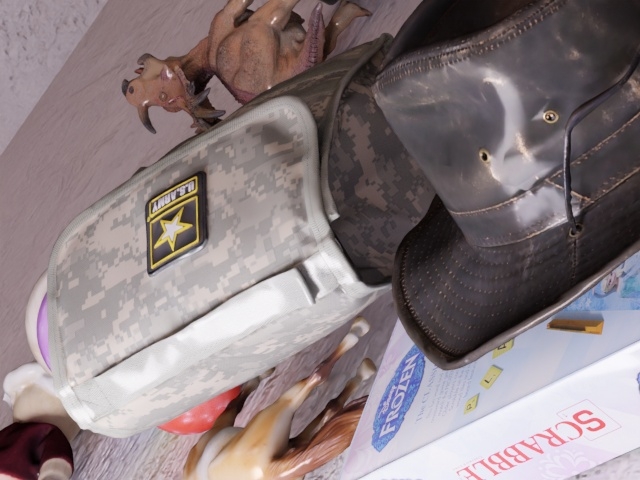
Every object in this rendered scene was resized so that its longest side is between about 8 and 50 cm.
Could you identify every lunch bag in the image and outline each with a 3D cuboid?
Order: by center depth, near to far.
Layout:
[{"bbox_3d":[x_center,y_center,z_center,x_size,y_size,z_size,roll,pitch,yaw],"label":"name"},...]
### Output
[{"bbox_3d":[-0.046,0.001,1.257,0.235,0.169,0.287,-28,12,25],"label":"lunch bag"}]

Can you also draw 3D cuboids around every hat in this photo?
[{"bbox_3d":[0.118,-0.091,1.014,0.331,0.134,0.331,-45,20,21],"label":"hat"}]

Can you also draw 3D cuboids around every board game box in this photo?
[{"bbox_3d":[0.168,-0.008,1.056,0.318,0.066,0.318,-33,25,46],"label":"board game box"}]

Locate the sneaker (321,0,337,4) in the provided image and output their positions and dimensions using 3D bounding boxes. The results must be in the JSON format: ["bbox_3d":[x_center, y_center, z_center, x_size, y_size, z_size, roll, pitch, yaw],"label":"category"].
[{"bbox_3d":[0.007,-0.321,1.934,0.112,0.131,0.319,-45,7,-2],"label":"sneaker"}]

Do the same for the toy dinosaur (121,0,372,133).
[{"bbox_3d":[-0.067,-0.183,1.937,0.296,0.127,0.200,10,70,57],"label":"toy dinosaur"}]

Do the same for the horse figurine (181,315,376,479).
[{"bbox_3d":[-0.036,0.142,1.276,0.174,0.066,0.263,-51,13,-26],"label":"horse figurine"}]

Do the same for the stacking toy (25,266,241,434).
[{"bbox_3d":[-0.153,0.098,1.587,0.141,0.141,0.330,-53,24,-5],"label":"stacking toy"}]

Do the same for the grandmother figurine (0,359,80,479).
[{"bbox_3d":[-0.304,0.241,1.717,0.208,0.104,0.342,-5,39,29],"label":"grandmother figurine"}]
